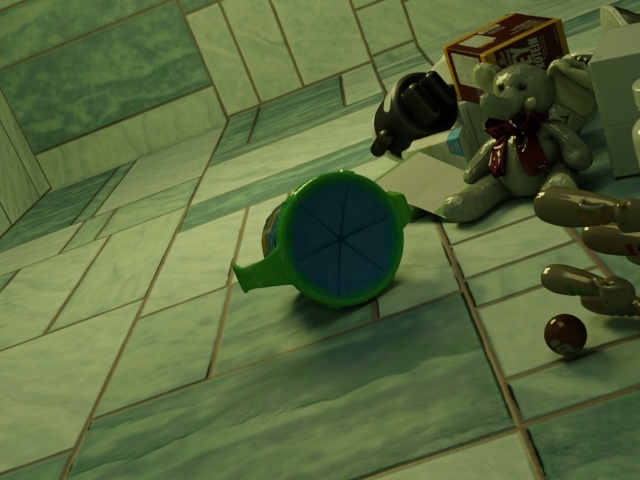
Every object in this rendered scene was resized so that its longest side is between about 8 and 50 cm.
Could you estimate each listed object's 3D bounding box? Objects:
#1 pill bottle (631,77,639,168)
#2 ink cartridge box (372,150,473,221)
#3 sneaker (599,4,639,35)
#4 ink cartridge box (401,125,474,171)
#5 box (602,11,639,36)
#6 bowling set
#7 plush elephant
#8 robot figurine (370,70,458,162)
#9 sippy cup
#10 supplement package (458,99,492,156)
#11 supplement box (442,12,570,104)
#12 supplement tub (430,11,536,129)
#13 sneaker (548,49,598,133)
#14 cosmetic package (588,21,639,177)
[{"bbox_3d":[0.526,-0.120,1.242,0.136,0.246,0.136,-20,19,7],"label":"pill bottle"},{"bbox_3d":[0.238,-0.098,1.818,0.235,0.056,0.171,28,49,36],"label":"ink cartridge box"},{"bbox_3d":[0.847,-0.551,2.260,0.146,0.105,0.296,-20,36,-3],"label":"sneaker"},{"bbox_3d":[0.264,-0.187,1.970,0.143,0.092,0.090,-14,20,24],"label":"ink cartridge box"},{"bbox_3d":[0.959,-0.626,2.439,0.324,0.063,0.067,-18,20,13],"label":"box"},{"bbox_3d":[0.381,0.062,1.095,0.287,0.200,0.154,17,-3,-37],"label":"bowling set"},{"bbox_3d":[0.383,-0.216,1.649,0.271,0.255,0.330,-5,24,46],"label":"plush elephant"},{"bbox_3d":[0.227,-0.294,2.098,0.209,0.174,0.278,3,-18,-15],"label":"robot figurine"},{"bbox_3d":[0.000,0.000,1.585,0.305,0.240,0.224,12,-6,-21],"label":"sippy cup"},{"bbox_3d":[0.455,-0.306,2.010,0.244,0.139,0.134,-15,22,16],"label":"supplement package"},{"bbox_3d":[0.406,-0.391,1.891,0.191,0.129,0.194,-27,24,-10],"label":"supplement box"},{"bbox_3d":[0.444,-0.433,2.235,0.316,0.228,0.228,-36,23,-35],"label":"supplement tub"},{"bbox_3d":[0.525,-0.294,1.791,0.118,0.110,0.292,-12,-21,-13],"label":"sneaker"},{"bbox_3d":[0.599,-0.269,1.601,0.138,0.225,0.224,-9,23,31],"label":"cosmetic package"}]
